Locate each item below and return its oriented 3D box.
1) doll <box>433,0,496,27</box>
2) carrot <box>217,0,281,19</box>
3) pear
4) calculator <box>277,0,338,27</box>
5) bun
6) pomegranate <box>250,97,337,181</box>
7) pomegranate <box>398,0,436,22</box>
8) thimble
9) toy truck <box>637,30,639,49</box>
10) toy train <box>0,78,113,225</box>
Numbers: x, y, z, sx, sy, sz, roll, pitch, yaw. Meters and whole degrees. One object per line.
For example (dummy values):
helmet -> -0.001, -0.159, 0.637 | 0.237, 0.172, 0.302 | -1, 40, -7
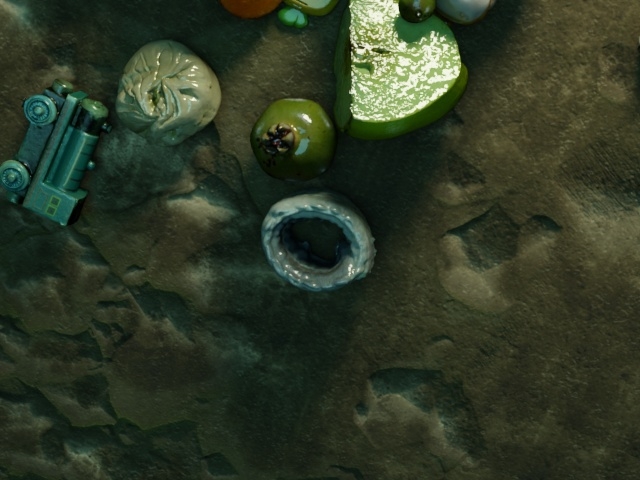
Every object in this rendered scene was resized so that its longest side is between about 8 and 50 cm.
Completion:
doll -> 0.308, -0.532, 1.466 | 0.270, 0.162, 0.166 | -37, 123, 10
carrot -> -0.206, -0.608, 1.497 | 0.193, 0.214, 0.331 | -39, 82, 1
pear -> 0.157, -0.330, 1.536 | 0.292, 0.159, 0.292 | 0, 76, -2
calculator -> -0.016, -0.545, 1.578 | 0.146, 0.032, 0.234 | 26, 107, 1
bun -> -0.326, -0.305, 1.625 | 0.229, 0.145, 0.229 | 3, 107, 9
pomegranate -> -0.048, -0.208, 1.578 | 0.179, 0.210, 0.179 | 0, 90, -14
pomegranate -> 0.179, -0.444, 1.458 | 0.073, 0.084, 0.073 | -5, 110, -13
thimble -> 0.000, 0.000, 1.635 | 0.250, 0.172, 0.205 | 30, 104, 2
toy truck -> 0.776, -0.439, 1.447 | 0.338, 0.133, 0.184 | -46, 77, 17
toy train -> -0.575, -0.194, 1.702 | 0.194, 0.120, 0.298 | 26, 105, -7
